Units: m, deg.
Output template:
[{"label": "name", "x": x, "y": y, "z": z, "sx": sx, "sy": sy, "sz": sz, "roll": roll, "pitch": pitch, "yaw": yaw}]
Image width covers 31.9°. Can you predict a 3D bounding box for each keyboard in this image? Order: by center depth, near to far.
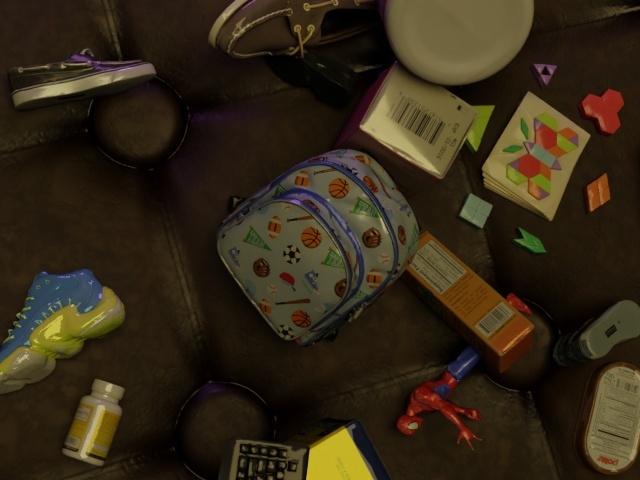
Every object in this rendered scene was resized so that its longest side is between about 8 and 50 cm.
[{"label": "keyboard", "x": -0.051, "y": 0.430, "z": 1.479, "sx": 0.201, "sy": 0.033, "sz": 0.317, "roll": 9, "pitch": 80, "yaw": -12}]

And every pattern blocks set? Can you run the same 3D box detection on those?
[{"label": "pattern blocks set", "x": 0.365, "y": -0.142, "z": 1.878, "sx": 0.285, "sy": 0.026, "sz": 0.325, "roll": 19, "pitch": 78, "yaw": -10}]

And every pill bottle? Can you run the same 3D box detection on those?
[{"label": "pill bottle", "x": -0.325, "y": 0.263, "z": 1.622, "sx": 0.065, "sy": 0.065, "sz": 0.116, "roll": 21, "pitch": 77, "yaw": -10}, {"label": "pill bottle", "x": 0.180, "y": -0.395, "z": 1.677, "sx": 0.210, "sy": 0.363, "sz": 0.210, "roll": -2, "pitch": 122, "yaw": -3}]

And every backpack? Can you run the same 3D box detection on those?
[{"label": "backpack", "x": 0.000, "y": 0.000, "z": 1.630, "sx": 0.263, "sy": 0.213, "sz": 0.276, "roll": -38, "pitch": 92, "yaw": 24}]

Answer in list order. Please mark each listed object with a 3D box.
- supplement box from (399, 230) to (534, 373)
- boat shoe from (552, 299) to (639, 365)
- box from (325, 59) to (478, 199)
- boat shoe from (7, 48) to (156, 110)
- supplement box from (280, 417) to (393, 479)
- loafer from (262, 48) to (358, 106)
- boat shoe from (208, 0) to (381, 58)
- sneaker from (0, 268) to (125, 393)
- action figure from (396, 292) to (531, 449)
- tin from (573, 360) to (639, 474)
[{"label": "supplement box", "x": 0.221, "y": 0.093, "z": 1.729, "sx": 0.080, "sy": 0.078, "sz": 0.233, "roll": -38, "pitch": 62, "yaw": -12}, {"label": "boat shoe", "x": 0.455, "y": 0.151, "z": 1.839, "sx": 0.183, "sy": 0.083, "sz": 0.065, "roll": -21, "pitch": 87, "yaw": -43}, {"label": "box", "x": 0.116, "y": -0.157, "z": 1.710, "sx": 0.148, "sy": 0.232, "sz": 0.127, "roll": 31, "pitch": 75, "yaw": -7}, {"label": "boat shoe", "x": -0.360, "y": -0.253, "z": 1.689, "sx": 0.219, "sy": 0.078, "sz": 0.070, "roll": -13, "pitch": 86, "yaw": -14}, {"label": "supplement box", "x": -0.073, "y": 0.420, "z": 1.592, "sx": 0.356, "sy": 0.194, "sz": 0.195, "roll": -28, "pitch": 89, "yaw": -16}, {"label": "loafer", "x": -0.017, "y": -0.280, "z": 1.795, "sx": 0.170, "sy": 0.062, "sz": 0.061, "roll": 32, "pitch": 50, "yaw": -5}, {"label": "boat shoe", "x": -0.029, "y": -0.338, "z": 1.718, "sx": 0.324, "sy": 0.116, "sz": 0.097, "roll": -28, "pitch": 71, "yaw": -41}, {"label": "sneaker", "x": -0.410, "y": 0.124, "z": 1.625, "sx": 0.240, "sy": 0.091, "sz": 0.126, "roll": -28, "pitch": 70, "yaw": -16}, {"label": "action figure", "x": 0.243, "y": 0.225, "z": 1.749, "sx": 0.280, "sy": 0.091, "sz": 0.139, "roll": -40, "pitch": 76, "yaw": -16}, {"label": "tin", "x": 0.478, "y": 0.290, "z": 1.833, "sx": 0.106, "sy": 0.040, "sz": 0.189, "roll": 17, "pitch": 78, "yaw": -6}]
